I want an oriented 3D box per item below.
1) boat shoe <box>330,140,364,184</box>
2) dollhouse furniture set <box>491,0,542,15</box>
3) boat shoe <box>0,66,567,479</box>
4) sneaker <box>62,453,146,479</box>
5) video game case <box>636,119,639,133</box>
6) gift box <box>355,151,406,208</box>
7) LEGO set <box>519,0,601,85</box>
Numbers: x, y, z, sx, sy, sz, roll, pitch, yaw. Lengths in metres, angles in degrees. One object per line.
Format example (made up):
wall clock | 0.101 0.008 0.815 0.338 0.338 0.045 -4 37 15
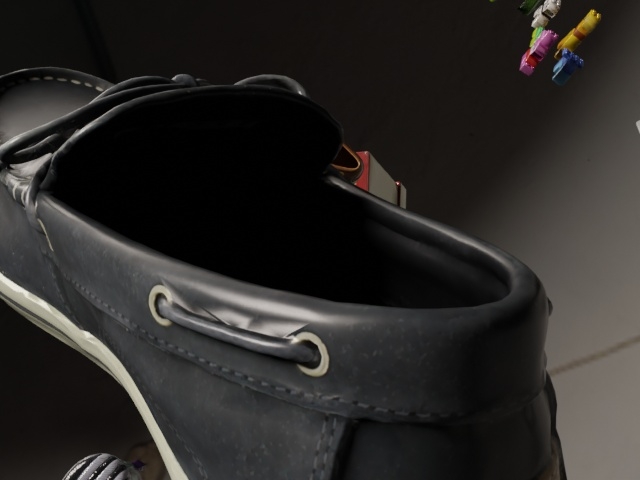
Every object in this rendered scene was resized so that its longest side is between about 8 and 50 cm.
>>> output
boat shoe | -0.018 -0.136 1.353 0.178 0.060 0.064 33 79 -3
dollhouse furniture set | 0.219 -0.350 1.281 0.151 0.076 0.059 43 137 9
boat shoe | -0.063 -0.011 0.515 0.500 0.186 0.156 39 131 49
sneaker | -0.256 0.308 1.023 0.224 0.098 0.083 -46 74 0
video game case | 0.393 -0.152 0.839 0.285 0.204 0.025 -36 98 20
gift box | 0.007 0.014 1.794 0.255 0.258 0.277 2 77 21
LEGO set | 0.393 -0.331 1.649 0.087 0.227 0.093 33 128 -7
